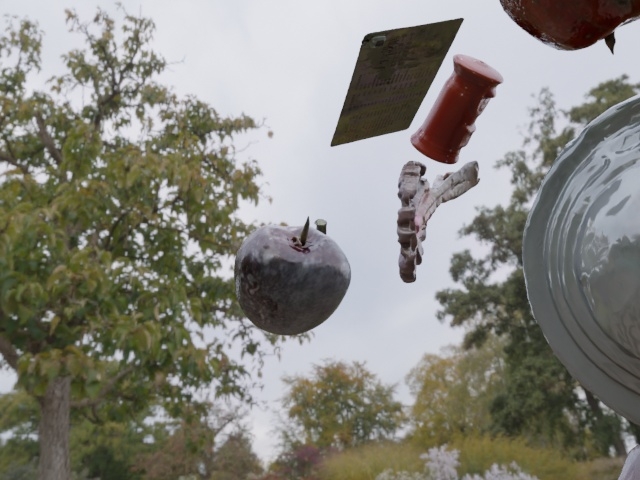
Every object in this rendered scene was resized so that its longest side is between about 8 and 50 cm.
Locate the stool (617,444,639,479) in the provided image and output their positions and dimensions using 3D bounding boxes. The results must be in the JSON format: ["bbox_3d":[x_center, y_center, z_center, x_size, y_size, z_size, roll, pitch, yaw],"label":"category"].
[{"bbox_3d":[0.546,0.491,0.877,0.178,0.272,0.272,25,-12,36],"label":"stool"}]

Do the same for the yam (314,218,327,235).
[{"bbox_3d":[0.000,0.000,1.384,0.033,0.027,0.130,0,-46,-1],"label":"yam"}]

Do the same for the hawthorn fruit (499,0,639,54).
[{"bbox_3d":[0.147,-0.147,0.300,0.092,0.093,0.093,-3,-30,-2],"label":"hawthorn fruit"}]

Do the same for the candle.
[{"bbox_3d":[0.269,0.010,0.360,0.342,0.222,0.221,-1,-25,-43],"label":"candle"}]

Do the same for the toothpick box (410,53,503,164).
[{"bbox_3d":[0.114,-0.110,0.456,0.047,0.047,0.083,10,-54,-22],"label":"toothpick box"}]

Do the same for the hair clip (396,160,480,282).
[{"bbox_3d":[0.171,-0.058,0.848,0.069,0.300,0.173,8,-62,31],"label":"hair clip"}]

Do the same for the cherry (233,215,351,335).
[{"bbox_3d":[-0.064,0.080,1.202,0.254,0.218,0.296,7,-53,-14],"label":"cherry"}]

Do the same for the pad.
[{"bbox_3d":[0.110,-0.234,0.852,0.159,0.009,0.265,-17,-20,-17],"label":"pad"}]
